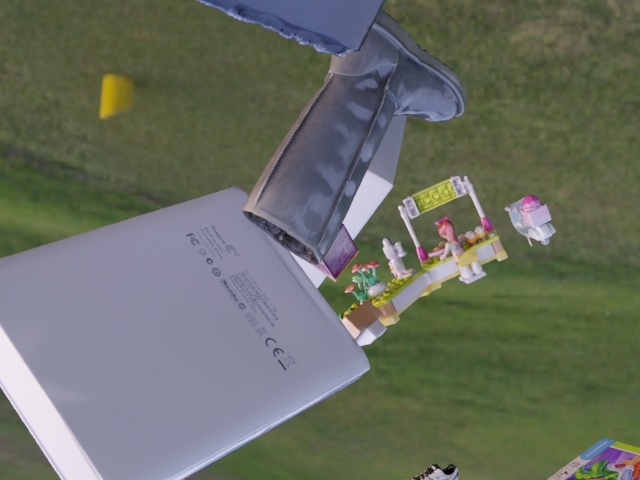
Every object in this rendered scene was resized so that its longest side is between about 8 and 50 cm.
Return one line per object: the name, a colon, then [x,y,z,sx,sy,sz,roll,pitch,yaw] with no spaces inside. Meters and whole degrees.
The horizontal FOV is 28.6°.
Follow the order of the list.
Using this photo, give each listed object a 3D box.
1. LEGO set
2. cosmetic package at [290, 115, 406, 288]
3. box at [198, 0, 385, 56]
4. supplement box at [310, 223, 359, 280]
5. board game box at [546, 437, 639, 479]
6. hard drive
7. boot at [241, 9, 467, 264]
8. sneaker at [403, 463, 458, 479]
LEGO set: [0.109,0.011,1.387,0.287,0.107,0.132,-27,-172,-17]
cosmetic package: [-0.016,-0.042,1.717,0.097,0.284,0.377,30,126,-8]
box: [-0.093,-0.468,0.932,0.297,0.479,0.472,12,-159,-48]
supplement box: [0.000,0.000,1.284,0.055,0.043,0.083,36,171,21]
board game box: [0.234,0.343,1.278,0.347,0.078,0.233,-33,-172,-15]
hard drive: [-0.117,0.076,1.020,0.319,0.210,0.040,-22,161,-51]
boot: [0.035,-0.075,1.083,0.076,0.208,0.190,3,160,45]
sneaker: [0.130,0.288,1.523,0.083,0.036,0.032,1,-168,-30]
